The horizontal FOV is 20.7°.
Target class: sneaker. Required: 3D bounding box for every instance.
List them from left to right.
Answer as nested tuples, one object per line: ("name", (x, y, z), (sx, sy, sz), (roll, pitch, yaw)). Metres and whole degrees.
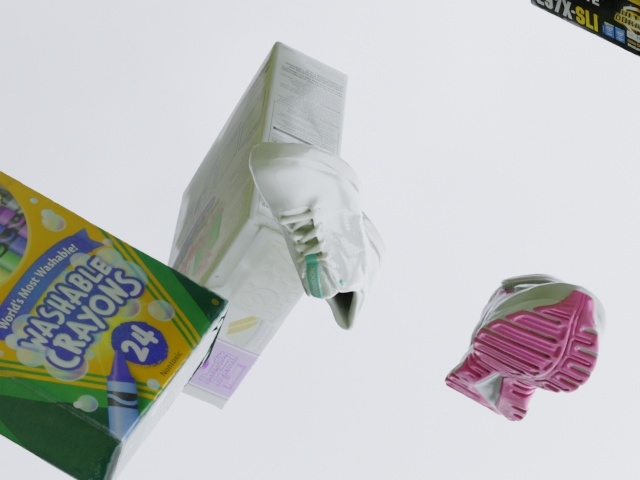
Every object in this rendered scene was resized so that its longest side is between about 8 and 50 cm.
("sneaker", (0.000, 0.000, 1.467), (0.080, 0.212, 0.094), (-3, -123, 26))
("sneaker", (0.188, 0.073, 1.549), (0.111, 0.103, 0.252), (-62, -175, -21))

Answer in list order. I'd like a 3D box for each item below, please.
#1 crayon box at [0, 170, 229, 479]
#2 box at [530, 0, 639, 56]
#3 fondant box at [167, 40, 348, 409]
("crayon box", (-0.268, 0.056, 1.521), (0.203, 0.323, 0.083), (-55, 171, -48))
("box", (0.411, -0.295, 1.787), (0.322, 0.079, 0.257), (-34, -134, -26))
("fondant box", (-0.073, -0.021, 1.829), (0.238, 0.096, 0.330), (-55, -164, 34))
